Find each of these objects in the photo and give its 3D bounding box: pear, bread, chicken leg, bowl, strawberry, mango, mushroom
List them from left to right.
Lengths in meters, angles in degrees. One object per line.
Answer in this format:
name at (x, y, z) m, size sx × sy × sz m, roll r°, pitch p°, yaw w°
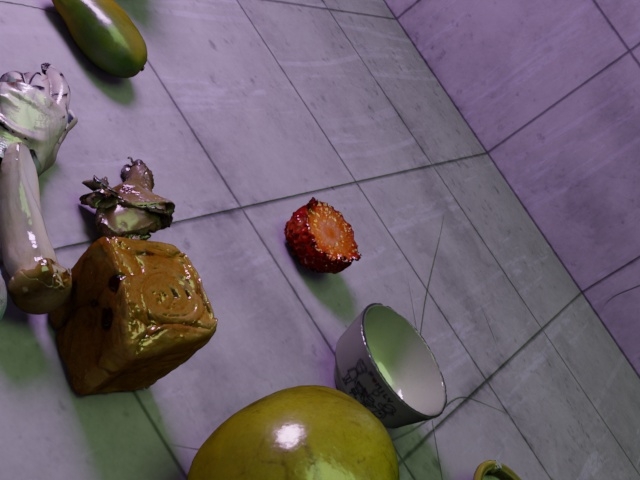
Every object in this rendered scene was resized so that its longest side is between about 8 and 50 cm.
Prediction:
mushroom at (-0.346, -0.017, 1.212) m, size 0.084 × 0.071 × 0.209 m, roll 53°, pitch 17°, yaw -66°
mango at (-0.350, -0.345, 1.659) m, size 0.191 × 0.085 × 0.122 m, roll 56°, pitch 28°, yaw 3°
bread at (-0.231, 0.091, 1.255) m, size 0.158 × 0.143 × 0.149 m, roll -3°, pitch 60°, yaw -56°
chicken leg at (-0.263, -0.056, 1.461) m, size 0.125 × 0.080 × 0.196 m, roll 40°, pitch 25°, yaw 1°
pear at (-0.028, 0.299, 1.232) m, size 0.253 × 0.253 × 0.307 m, roll 51°, pitch 14°, yaw -5°
strawberry at (0.000, 0.000, 1.823) m, size 0.145 × 0.086 × 0.145 m, roll 40°, pitch 27°, yaw -25°
bowl at (0.099, 0.220, 1.688) m, size 0.211 × 0.112 × 0.211 m, roll 41°, pitch 27°, yaw -26°

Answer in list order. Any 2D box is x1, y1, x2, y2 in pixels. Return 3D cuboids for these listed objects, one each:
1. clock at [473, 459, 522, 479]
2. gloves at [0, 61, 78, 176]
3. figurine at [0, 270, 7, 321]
clock at (0.322, 0.498, 1.787) m, size 0.237 × 0.057 × 0.237 m, roll 39°, pitch 31°, yaw -29°
gloves at (-0.382, -0.167, 1.350) m, size 0.127 × 0.111 × 0.212 m, roll 24°, pitch 55°, yaw -17°
figurine at (-0.381, 0.070, 1.116) m, size 0.114 × 0.079 × 0.114 m, roll 2°, pitch 90°, yaw -75°
